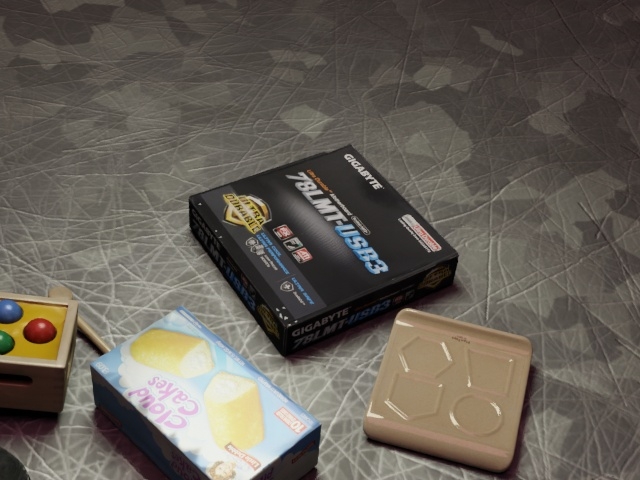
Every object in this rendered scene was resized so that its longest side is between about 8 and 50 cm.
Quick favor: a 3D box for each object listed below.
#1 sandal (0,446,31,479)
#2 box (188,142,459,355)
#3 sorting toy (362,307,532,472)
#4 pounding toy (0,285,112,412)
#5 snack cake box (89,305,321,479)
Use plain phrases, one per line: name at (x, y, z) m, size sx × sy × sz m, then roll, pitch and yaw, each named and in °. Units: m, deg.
sandal at (-0.556, 0.250, 1.240) m, size 0.446 × 0.107 × 0.167 m, roll 12°, pitch 43°, yaw 8°
box at (0.000, 0.000, 1.577) m, size 0.293 × 0.073 × 0.295 m, roll -21°, pitch 50°, yaw -23°
sorting toy at (0.170, 0.196, 1.414) m, size 0.193 × 0.038 × 0.208 m, roll 13°, pitch 49°, yaw 9°
pounding toy at (-0.355, 0.114, 1.392) m, size 0.181 × 0.094 × 0.206 m, roll 7°, pitch 37°, yaw -8°
snack cake box at (-0.144, 0.215, 1.325) m, size 0.264 × 0.089 × 0.152 m, roll 36°, pitch 51°, yaw 29°
